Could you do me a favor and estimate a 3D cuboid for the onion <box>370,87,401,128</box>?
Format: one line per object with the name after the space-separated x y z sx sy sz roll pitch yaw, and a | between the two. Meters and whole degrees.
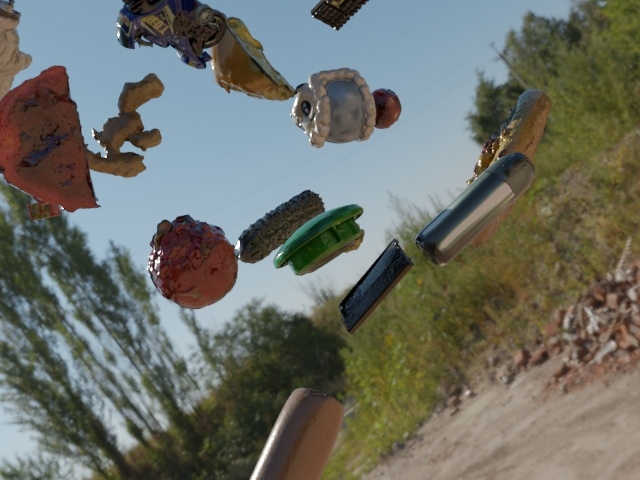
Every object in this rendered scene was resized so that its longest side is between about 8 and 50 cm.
0.200 -0.424 2.224 0.131 0.131 0.131 -39 -7 -6 | onion

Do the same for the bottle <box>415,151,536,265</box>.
0.283 -0.062 1.255 0.254 0.079 0.096 -41 -24 -7 | bottle

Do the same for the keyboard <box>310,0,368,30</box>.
0.109 -0.627 1.682 0.106 0.027 0.317 14 -33 -36 | keyboard

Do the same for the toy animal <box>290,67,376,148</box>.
0.033 -0.319 1.756 0.204 0.155 0.208 -12 -25 -17 | toy animal

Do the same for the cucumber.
-0.108 -0.028 1.680 0.096 0.096 0.359 -45 -5 36 | cucumber

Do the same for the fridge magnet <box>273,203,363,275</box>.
0.000 0.000 1.358 0.208 0.088 0.208 -32 -5 -3 | fridge magnet

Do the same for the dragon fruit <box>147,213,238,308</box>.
-0.383 0.072 2.084 0.277 0.277 0.342 -39 -43 -5 | dragon fruit

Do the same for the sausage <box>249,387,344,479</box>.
-0.045 0.401 1.290 0.123 0.123 0.252 102 -167 -79 | sausage

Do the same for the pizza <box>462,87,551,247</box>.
0.386 -0.150 1.465 0.408 0.114 0.277 -59 -13 -14 | pizza

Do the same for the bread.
-0.189 -0.414 1.660 0.133 0.251 0.174 -41 -13 21 | bread

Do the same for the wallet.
0.134 0.115 1.767 0.243 0.039 0.132 -52 27 18 | wallet

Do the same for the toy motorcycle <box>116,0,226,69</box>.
-0.311 -0.441 1.407 0.169 0.113 0.315 -50 -25 12 | toy motorcycle

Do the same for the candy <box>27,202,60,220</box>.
-0.995 -0.110 2.484 0.122 0.062 0.038 -10 4 27 | candy

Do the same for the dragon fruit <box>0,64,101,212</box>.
-0.525 -0.167 1.240 0.212 0.261 0.134 -10 1 -32 | dragon fruit

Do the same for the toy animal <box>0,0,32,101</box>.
-0.911 -0.473 1.838 0.258 0.194 0.357 9 -62 -25 | toy animal

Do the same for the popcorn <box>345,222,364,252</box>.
0.072 -0.008 2.065 0.109 0.096 0.089 8 -24 -12 | popcorn

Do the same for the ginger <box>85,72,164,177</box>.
-0.407 -0.242 1.498 0.258 0.149 0.065 -56 20 -18 | ginger
